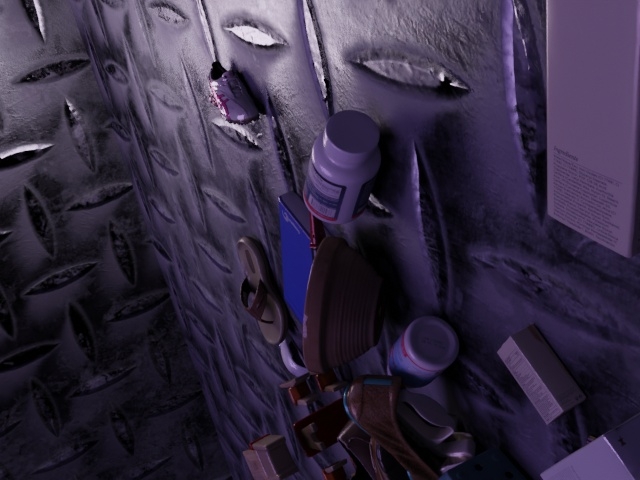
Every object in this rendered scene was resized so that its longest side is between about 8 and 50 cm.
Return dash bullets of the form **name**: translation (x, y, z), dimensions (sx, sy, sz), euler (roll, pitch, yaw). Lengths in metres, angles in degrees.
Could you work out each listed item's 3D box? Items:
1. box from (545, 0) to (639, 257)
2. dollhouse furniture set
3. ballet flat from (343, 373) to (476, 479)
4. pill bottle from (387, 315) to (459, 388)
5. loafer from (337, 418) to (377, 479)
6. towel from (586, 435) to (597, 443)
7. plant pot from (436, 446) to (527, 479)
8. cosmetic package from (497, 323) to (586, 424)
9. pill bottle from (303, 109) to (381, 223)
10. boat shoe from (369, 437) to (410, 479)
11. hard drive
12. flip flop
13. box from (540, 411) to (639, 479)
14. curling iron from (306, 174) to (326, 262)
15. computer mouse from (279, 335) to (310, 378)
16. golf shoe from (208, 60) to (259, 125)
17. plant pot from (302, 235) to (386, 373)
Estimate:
- **box**: translation (0.262, -0.133, 0.713), dimensions (0.113, 0.094, 0.275), euler (40, 147, 49)
- **dollhouse furniture set**: translation (-0.027, 0.430, 1.812), dimensions (0.135, 0.259, 0.262), euler (-32, 81, 60)
- **ballet flat**: translation (0.177, 0.327, 1.364), dimensions (0.124, 0.116, 0.342), euler (-21, 123, 31)
- **pill bottle**: translation (0.158, 0.186, 1.330), dimensions (0.087, 0.087, 0.160), euler (59, 158, 17)
- **loafer**: translation (0.121, 0.517, 1.722), dimensions (0.134, 0.130, 0.366), euler (3, 115, 68)
- **towel**: translation (0.366, 0.287, 1.037), dimensions (0.060, 0.009, 0.083), euler (-3, 110, 68)
- **plant pot**: translation (0.249, 0.453, 1.304), dimensions (0.166, 0.165, 0.234), euler (48, 145, 40)
- **cosmetic package**: translation (0.284, 0.172, 1.070), dimensions (0.115, 0.041, 0.060), euler (58, 159, 21)
- **pill bottle**: translation (0.036, -0.114, 1.275), dimensions (0.108, 0.107, 0.180), euler (58, 157, 22)
- **boat shoe**: translation (0.177, 0.495, 1.604), dimensions (0.120, 0.122, 0.324), euler (176, 80, -74)
- **hard drive**: translation (-0.018, 0.079, 1.712), dimensions (0.210, 0.040, 0.319), euler (51, 155, 35)
- **flip flop**: translation (-0.158, 0.128, 2.030), dimensions (0.112, 0.080, 0.277), euler (-3, 107, 49)
- **box**: translation (0.338, 0.240, 0.883), dimensions (0.091, 0.130, 0.170), euler (59, 159, 21)
- **curling iron**: translation (0.000, 0.000, 1.506), dimensions (0.068, 0.035, 0.274), euler (30, 125, 57)
- **computer mouse**: translation (-0.088, 0.275, 2.100), dimensions (0.193, 0.042, 0.106), euler (54, 156, 29)
- **golf shoe**: translation (-0.182, -0.295, 1.671), dimensions (0.186, 0.067, 0.086), euler (46, 150, 44)
- **plant pot**: translation (0.050, 0.114, 1.420), dimensions (0.237, 0.109, 0.238), euler (6, -90, -78)
